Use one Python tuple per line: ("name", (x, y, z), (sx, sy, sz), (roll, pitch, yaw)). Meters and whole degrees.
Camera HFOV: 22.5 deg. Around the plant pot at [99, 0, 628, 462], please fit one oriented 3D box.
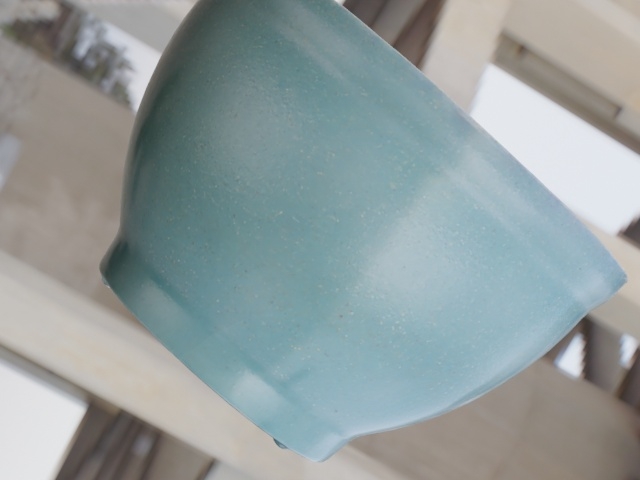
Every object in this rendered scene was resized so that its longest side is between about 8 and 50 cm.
("plant pot", (0.000, 0.000, 0.915), (0.196, 0.293, 0.293), (-49, -167, 1))
